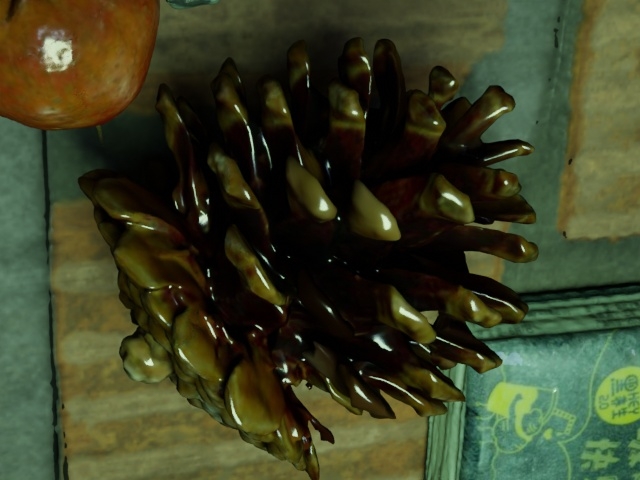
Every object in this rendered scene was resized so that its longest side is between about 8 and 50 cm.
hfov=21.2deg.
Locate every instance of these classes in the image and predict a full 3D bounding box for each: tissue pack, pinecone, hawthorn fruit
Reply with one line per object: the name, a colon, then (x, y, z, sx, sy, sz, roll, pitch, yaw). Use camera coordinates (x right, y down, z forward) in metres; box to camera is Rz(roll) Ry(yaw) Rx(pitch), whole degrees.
tissue pack: (0.206, 0.126, 1.185, 0.257, 0.081, 0.185, -4, 119, -15)
pinecone: (0.006, 0.005, 0.958, 0.264, 0.264, 0.264, -7, 119, -13)
hawthorn fruit: (-0.142, -0.119, 0.930, 0.140, 0.125, 0.125, 17, 113, -49)

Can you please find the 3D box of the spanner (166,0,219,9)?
spanner: (0.035, -0.214, 0.988, 0.302, 0.017, 0.071, -24, 122, -2)
